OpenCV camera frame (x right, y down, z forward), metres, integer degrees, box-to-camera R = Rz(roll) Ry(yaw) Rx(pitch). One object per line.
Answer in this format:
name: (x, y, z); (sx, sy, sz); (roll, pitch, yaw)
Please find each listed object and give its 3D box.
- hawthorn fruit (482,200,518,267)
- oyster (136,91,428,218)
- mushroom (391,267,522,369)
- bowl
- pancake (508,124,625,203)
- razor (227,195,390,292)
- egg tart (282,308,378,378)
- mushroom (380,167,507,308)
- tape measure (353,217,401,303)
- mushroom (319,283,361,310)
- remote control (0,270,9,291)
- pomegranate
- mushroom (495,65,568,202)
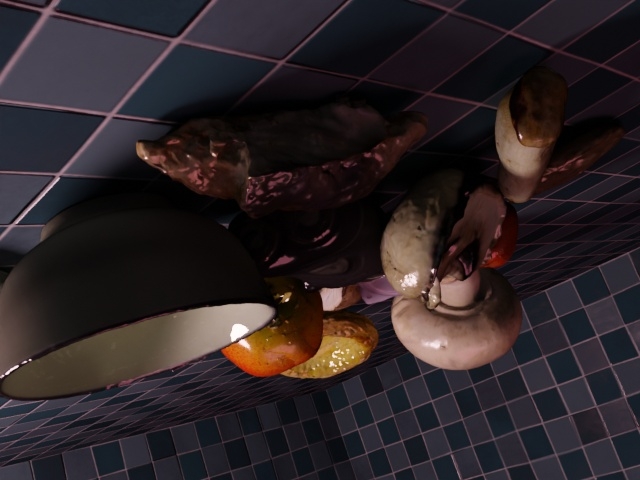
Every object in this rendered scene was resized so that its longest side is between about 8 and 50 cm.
hawthorn fruit: (0.310, -0.012, 1.416); (0.132, 0.138, 0.133); (10, 171, 2)
oyster: (-0.031, -0.088, 0.850); (0.341, 0.110, 0.166); (-5, 157, -40)
mushroom: (0.319, 0.177, 1.792); (0.315, 0.315, 0.356); (-26, 170, 20)
bowl: (-0.245, 0.059, 0.946); (0.353, 0.185, 0.354); (-18, 164, -5)
pancake: (0.434, -0.142, 1.329); (0.241, 0.050, 0.242); (-26, 169, -5)
razor: (-0.001, -0.002, 1.157); (0.204, 0.114, 0.349); (-24, 165, 15)
egg tart: (-0.003, 0.239, 1.852); (0.293, 0.123, 0.294); (-7, 146, -5)
mushroom: (0.190, -0.005, 1.205); (0.344, 0.130, 0.248); (-22, 136, -57)
tape measure: (0.137, 0.042, 1.398); (0.196, 0.105, 0.178); (-20, 140, 22)
mushroom: (0.055, 0.107, 1.651); (0.094, 0.072, 0.210); (-21, 166, -27)
remote control: (-0.472, 0.054, 0.924); (0.097, 0.045, 0.256); (-24, 161, 13)
pomegranate: (-0.093, 0.141, 1.352); (0.210, 0.210, 0.235); (-18, 164, -5)
mushroom: (0.291, -0.140, 1.061); (0.087, 0.107, 0.333); (15, 171, 15)
